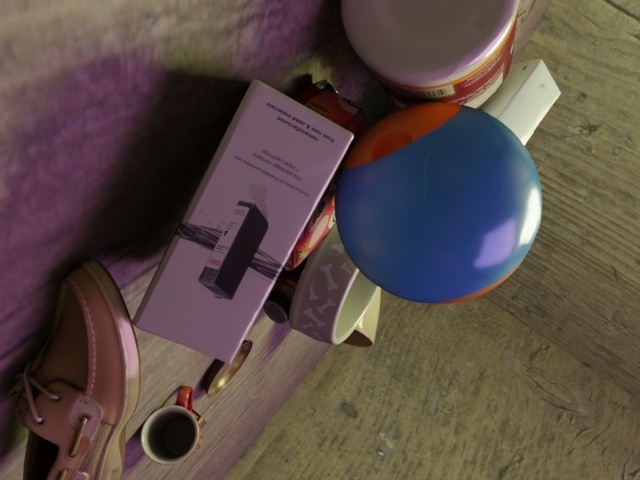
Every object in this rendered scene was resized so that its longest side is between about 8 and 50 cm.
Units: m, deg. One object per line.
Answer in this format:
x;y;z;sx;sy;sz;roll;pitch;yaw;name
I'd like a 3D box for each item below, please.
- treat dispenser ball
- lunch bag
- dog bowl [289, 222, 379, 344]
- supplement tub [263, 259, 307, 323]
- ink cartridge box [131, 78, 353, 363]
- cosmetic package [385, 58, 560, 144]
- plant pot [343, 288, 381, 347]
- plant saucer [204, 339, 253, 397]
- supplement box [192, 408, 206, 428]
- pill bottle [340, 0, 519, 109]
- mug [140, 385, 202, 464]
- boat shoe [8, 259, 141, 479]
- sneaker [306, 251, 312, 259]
0.164;-0.052;0.801;0.288;0.288;0.288;-51;167;-17;treat dispenser ball
-0.014;-0.104;0.895;0.258;0.120;0.293;-51;166;-20;lunch bag
0.064;0.083;1.280;0.348;0.102;0.348;-52;159;-30;dog bowl
-0.053;0.113;1.345;0.198;0.106;0.106;-44;163;-40;supplement tub
-0.089;-0.030;0.629;0.272;0.114;0.197;-60;-167;9;ink cartridge box
0.253;-0.219;1.158;0.284;0.097;0.377;-50;-153;-17;cosmetic package
0.086;0.152;1.711;0.256;0.257;0.274;91;20;-68;plant pot
-0.229;0.306;1.360;0.168;0.029;0.168;-52;168;-16;plant saucer
-0.317;0.450;1.365;0.055;0.043;0.083;-49;165;-27;supplement box
0.184;-0.310;0.859;0.224;0.224;0.392;-58;167;11;pill bottle
-0.294;0.403;1.189;0.150;0.113;0.169;-49;169;-20;mug
-0.282;0.180;0.628;0.110;0.122;0.341;-11;126;-40;boat shoe
0.000;0.000;1.300;0.211;0.081;0.080;-39;158;-56;sneaker
